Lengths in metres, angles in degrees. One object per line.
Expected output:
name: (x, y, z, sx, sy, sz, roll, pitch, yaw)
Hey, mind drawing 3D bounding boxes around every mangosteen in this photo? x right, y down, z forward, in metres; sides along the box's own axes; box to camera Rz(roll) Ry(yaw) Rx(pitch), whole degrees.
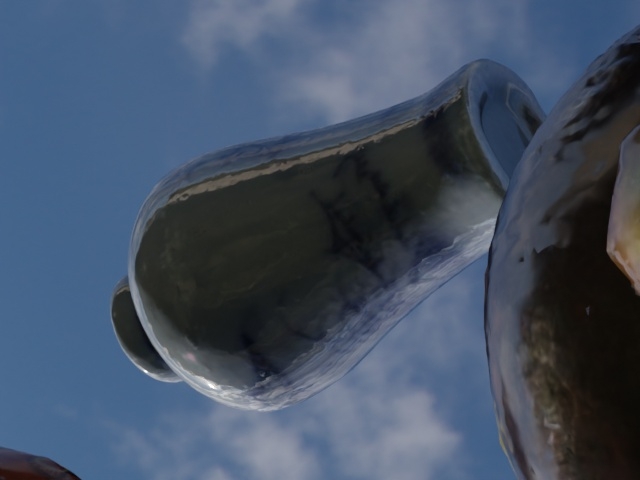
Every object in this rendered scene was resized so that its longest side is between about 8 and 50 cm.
mangosteen: (0.144, 0.018, 0.439, 0.217, 0.192, 0.192, 150, -77, -70)

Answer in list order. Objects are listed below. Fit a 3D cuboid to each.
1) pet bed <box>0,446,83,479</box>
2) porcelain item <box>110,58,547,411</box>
pet bed: (-0.138, 0.185, 0.826, 0.201, 0.053, 0.201, 11, -72, 34)
porcelain item: (0.000, 0.000, 0.957, 0.259, 0.141, 0.141, -29, -99, 34)
